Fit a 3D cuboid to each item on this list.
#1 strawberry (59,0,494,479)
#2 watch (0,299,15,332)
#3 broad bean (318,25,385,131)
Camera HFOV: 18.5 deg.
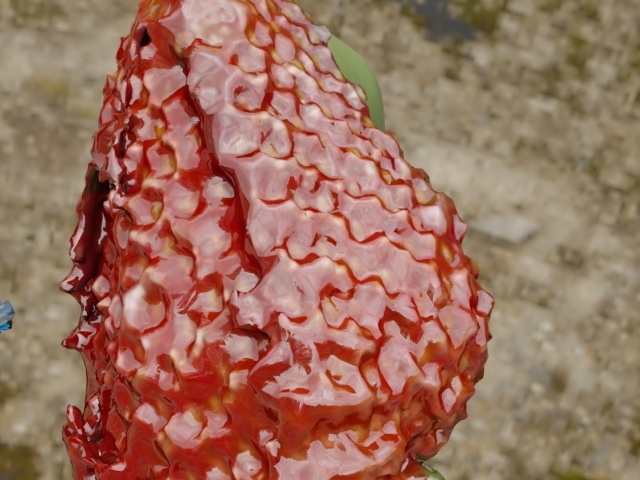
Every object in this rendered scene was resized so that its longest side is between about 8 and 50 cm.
[{"bbox_3d":[-0.037,0.030,0.750,0.106,0.188,0.286,-1,72,-59],"label":"strawberry"},{"bbox_3d":[-0.264,0.055,0.817,0.068,0.276,0.274,-5,43,-47],"label":"watch"},{"bbox_3d":[0.000,0.000,0.981,0.100,0.228,0.169,-3,33,2],"label":"broad bean"}]
